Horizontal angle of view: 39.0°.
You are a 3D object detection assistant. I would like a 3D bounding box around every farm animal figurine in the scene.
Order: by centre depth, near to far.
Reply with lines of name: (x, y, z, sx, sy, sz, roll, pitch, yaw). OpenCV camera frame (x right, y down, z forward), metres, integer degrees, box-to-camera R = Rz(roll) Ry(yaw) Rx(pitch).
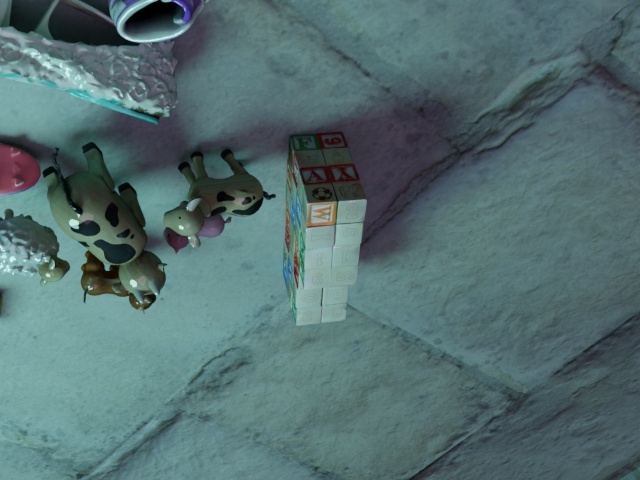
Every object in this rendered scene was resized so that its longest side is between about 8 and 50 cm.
farm animal figurine: (-0.263, -0.013, 1.308, 0.330, 0.172, 0.327, -41, 139, 16)

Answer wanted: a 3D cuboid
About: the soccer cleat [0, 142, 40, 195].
soccer cleat: (-0.529, -0.089, 1.287, 0.248, 0.083, 0.095, -8, 170, -18)

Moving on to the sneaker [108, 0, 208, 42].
sneaker: (-0.132, -0.333, 1.104, 0.282, 0.161, 0.102, -31, 130, 12)

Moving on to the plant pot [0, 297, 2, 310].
plant pot: (-0.568, 0.125, 1.463, 0.079, 0.083, 0.083, 14, 127, -9)

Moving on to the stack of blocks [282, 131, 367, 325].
stack of blocks: (0.000, 0.000, 1.430, 0.087, 0.171, 0.297, -5, 133, -10)

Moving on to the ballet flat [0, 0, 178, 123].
ballet flat: (-0.373, -0.258, 1.151, 0.409, 0.147, 0.147, 12, 127, -27)
